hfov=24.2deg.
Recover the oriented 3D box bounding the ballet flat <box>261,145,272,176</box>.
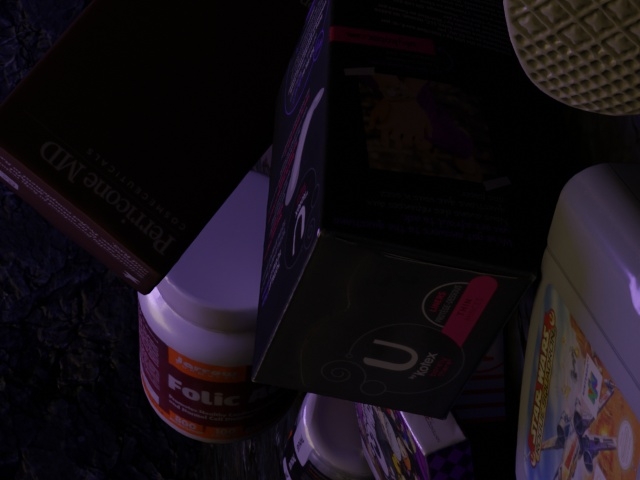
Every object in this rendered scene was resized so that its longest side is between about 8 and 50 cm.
[{"bbox_3d":[-0.039,-0.048,1.937,0.084,0.058,0.250,31,137,38],"label":"ballet flat"}]

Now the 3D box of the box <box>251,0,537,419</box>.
[{"bbox_3d":[0.047,-0.040,1.022,0.165,0.143,0.270,114,165,-47],"label":"box"}]

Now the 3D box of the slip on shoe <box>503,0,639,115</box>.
[{"bbox_3d":[0.161,-0.196,0.709,0.331,0.123,0.101,90,-158,-44],"label":"slip on shoe"}]

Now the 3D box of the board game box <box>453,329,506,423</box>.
[{"bbox_3d":[0.101,0.057,1.216,0.193,0.045,0.146,-157,64,-78],"label":"board game box"}]

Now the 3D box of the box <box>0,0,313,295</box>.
[{"bbox_3d":[-0.098,-0.161,1.271,0.381,0.191,0.143,-52,5,-13],"label":"box"}]

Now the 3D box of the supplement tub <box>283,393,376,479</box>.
[{"bbox_3d":[0.026,0.203,1.461,0.190,0.117,0.117,110,155,-63],"label":"supplement tub"}]

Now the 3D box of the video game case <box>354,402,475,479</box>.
[{"bbox_3d":[0.073,0.167,1.206,0.210,0.042,0.232,-119,13,-46],"label":"video game case"}]

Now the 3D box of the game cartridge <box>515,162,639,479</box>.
[{"bbox_3d":[0.169,0.118,0.857,0.198,0.062,0.297,-119,27,-58],"label":"game cartridge"}]

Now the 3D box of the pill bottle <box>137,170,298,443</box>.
[{"bbox_3d":[-0.117,0.087,1.870,0.392,0.224,0.224,100,163,-62],"label":"pill bottle"}]
